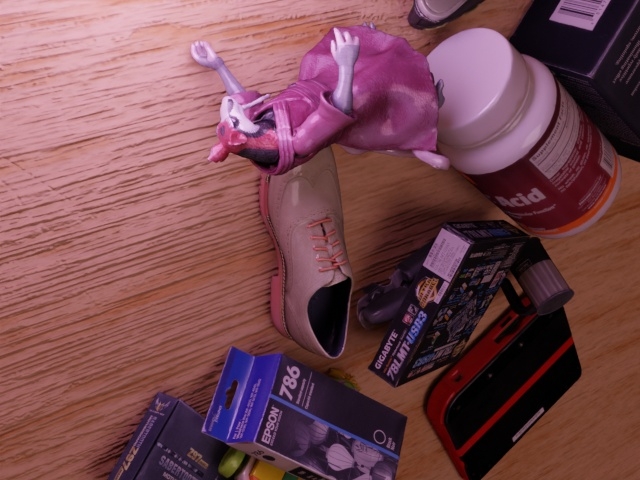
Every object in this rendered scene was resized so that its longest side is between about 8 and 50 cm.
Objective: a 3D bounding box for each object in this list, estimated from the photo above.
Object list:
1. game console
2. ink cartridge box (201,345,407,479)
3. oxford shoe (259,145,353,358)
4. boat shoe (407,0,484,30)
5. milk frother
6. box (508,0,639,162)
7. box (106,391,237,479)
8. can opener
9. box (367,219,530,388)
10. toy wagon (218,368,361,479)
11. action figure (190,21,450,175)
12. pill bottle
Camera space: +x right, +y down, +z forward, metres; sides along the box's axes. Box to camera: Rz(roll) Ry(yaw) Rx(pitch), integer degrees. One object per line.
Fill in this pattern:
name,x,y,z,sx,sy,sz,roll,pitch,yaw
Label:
game console,0.407,0.316,1.993,0.386,0.060,0.342,-41,136,-13
ink cartridge box,-0.017,0.303,1.506,0.332,0.065,0.165,27,56,-17
oxford shoe,0.000,0.000,1.447,0.140,0.146,0.397,-19,119,-27
boat shoe,0.231,-0.410,1.481,0.227,0.068,0.081,-33,88,-26
milk frother,0.448,0.079,1.842,0.143,0.135,0.129,-8,147,-32
box,0.574,-0.350,1.675,0.395,0.212,0.294,31,91,-42
box,-0.225,0.382,1.492,0.233,0.059,0.183,51,58,-41
can opener,0.178,0.073,1.669,0.280,0.093,0.074,-37,129,-24
box,0.235,0.105,1.643,0.295,0.073,0.293,-6,127,-59
toy wagon,-0.008,0.358,1.566,0.267,0.068,0.344,37,54,-12
action figure,-0.016,-0.172,1.290,0.370,0.248,0.276,-34,124,-35
pill bottle,0.337,-0.177,1.571,0.392,0.224,0.224,33,90,-42
